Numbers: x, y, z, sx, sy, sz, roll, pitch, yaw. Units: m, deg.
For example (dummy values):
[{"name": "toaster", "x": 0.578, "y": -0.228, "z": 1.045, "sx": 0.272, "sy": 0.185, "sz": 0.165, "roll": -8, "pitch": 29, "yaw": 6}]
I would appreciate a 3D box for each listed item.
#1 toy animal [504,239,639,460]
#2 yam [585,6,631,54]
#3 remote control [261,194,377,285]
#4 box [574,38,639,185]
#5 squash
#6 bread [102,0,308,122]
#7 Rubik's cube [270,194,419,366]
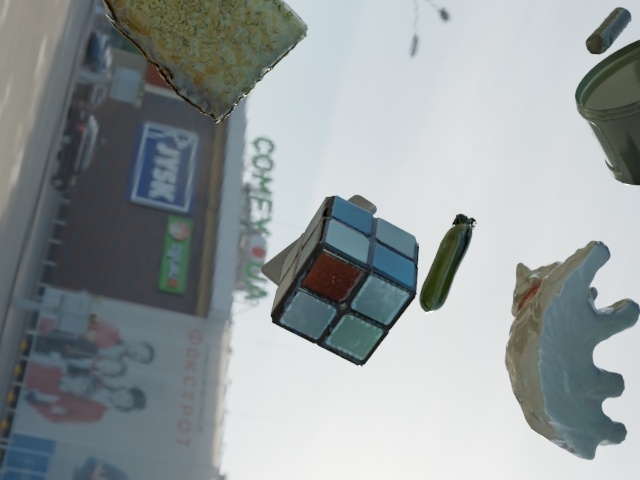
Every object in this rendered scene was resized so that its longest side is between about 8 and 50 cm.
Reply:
[{"name": "toy animal", "x": 0.397, "y": 0.185, "z": 1.675, "sx": 0.266, "sy": 0.308, "sz": 0.188, "roll": -45, "pitch": -157, "yaw": -17}, {"name": "yam", "x": 0.642, "y": -0.467, "z": 2.255, "sx": 0.132, "sy": 0.054, "sz": 0.054, "roll": -47, "pitch": 179, "yaw": -28}, {"name": "remote control", "x": 0.000, "y": 0.000, "z": 1.978, "sx": 0.067, "sy": 0.261, "sz": 0.029, "roll": 36, "pitch": -24, "yaw": 37}, {"name": "box", "x": 0.539, "y": -0.215, "z": 1.625, "sx": 0.226, "sy": 0.149, "sz": 0.226, "roll": -28, "pitch": -156, "yaw": 14}, {"name": "squash", "x": 0.216, "y": 0.039, "z": 1.730, "sx": 0.183, "sy": 0.052, "sz": 0.052, "roll": -64, "pitch": -168, "yaw": -6}, {"name": "bread", "x": -0.204, "y": -0.382, "z": 1.727, "sx": 0.248, "sy": 0.315, "sz": 0.279, "roll": -42, "pitch": -173, "yaw": 8}, {"name": "Rubik's cube", "x": 0.041, "y": 0.062, "z": 1.636, "sx": 0.180, "sy": 0.183, "sz": 0.167, "roll": -54, "pitch": -167, "yaw": 30}]
